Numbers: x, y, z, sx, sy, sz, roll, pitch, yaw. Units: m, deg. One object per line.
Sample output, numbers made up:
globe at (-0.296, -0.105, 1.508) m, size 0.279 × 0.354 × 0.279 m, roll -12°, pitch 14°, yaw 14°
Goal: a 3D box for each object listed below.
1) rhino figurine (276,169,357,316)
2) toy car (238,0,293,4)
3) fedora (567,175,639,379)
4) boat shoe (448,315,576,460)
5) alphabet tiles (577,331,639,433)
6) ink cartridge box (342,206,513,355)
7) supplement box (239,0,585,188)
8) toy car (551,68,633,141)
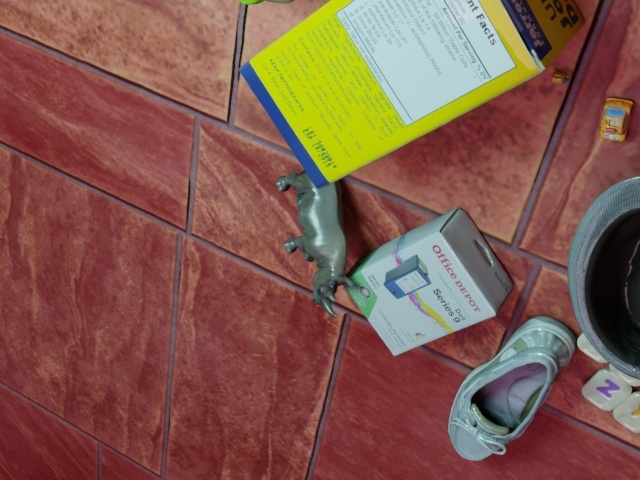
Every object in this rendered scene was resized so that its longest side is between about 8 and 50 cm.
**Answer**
rhino figurine at (0.000, 0.000, 1.297) m, size 0.106 × 0.073 × 0.244 m, roll -22°, pitch 73°, yaw 43°
toy car at (-0.079, -0.420, 1.097) m, size 0.148 × 0.155 × 0.189 m, roll 23°, pitch 116°, yaw 18°
fedora at (0.445, 0.041, 1.051) m, size 0.243 × 0.124 × 0.276 m, roll 13°, pitch 112°, yaw 32°
boat shoe at (0.285, 0.251, 1.309) m, size 0.118 × 0.103 × 0.320 m, roll 36°, pitch 131°, yaw 7°
alphabet tiles at (0.516, 0.187, 1.179) m, size 0.284 × 0.021 × 0.278 m, roll 36°, pitch 132°, yaw 8°
ink cartridge box at (0.162, 0.066, 1.279) m, size 0.212 × 0.093 × 0.154 m, roll -29°, pitch 100°, yaw 39°
supplement box at (0.110, -0.244, 1.048) m, size 0.356 × 0.195 × 0.194 m, roll -24°, pitch 104°, yaw 40°
toy car at (0.337, -0.165, 1.056) m, size 0.122 × 0.040 × 0.060 m, roll 29°, pitch 130°, yaw 13°
